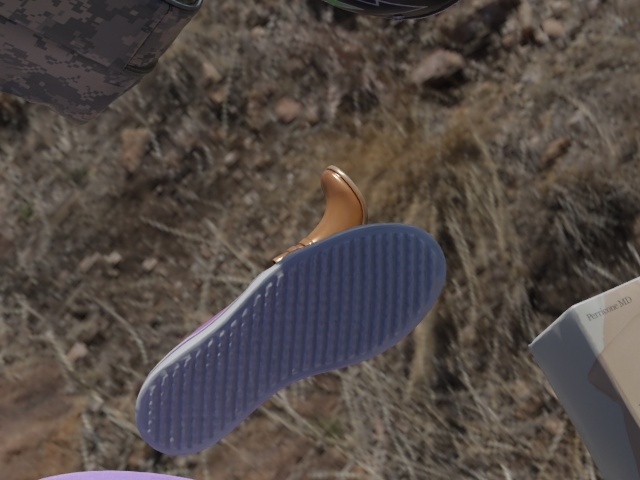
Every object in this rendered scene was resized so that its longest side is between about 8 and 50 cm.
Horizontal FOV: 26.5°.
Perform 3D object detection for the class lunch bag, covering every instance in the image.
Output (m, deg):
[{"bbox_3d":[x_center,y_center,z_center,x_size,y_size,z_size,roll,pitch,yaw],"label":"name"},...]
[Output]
[{"bbox_3d":[-0.289,-0.250,1.255,0.256,0.305,0.212,-45,34,37],"label":"lunch bag"}]

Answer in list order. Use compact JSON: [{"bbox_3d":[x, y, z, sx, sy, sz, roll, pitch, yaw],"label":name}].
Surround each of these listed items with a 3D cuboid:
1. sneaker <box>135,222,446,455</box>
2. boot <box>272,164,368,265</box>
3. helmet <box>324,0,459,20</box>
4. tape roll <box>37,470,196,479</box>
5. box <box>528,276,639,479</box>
[{"bbox_3d":[-0.023,0.061,1.127,0.282,0.161,0.102,-29,95,12],"label":"sneaker"},{"bbox_3d":[0.000,0.000,1.913,0.152,0.073,0.197,-22,74,-13],"label":"boot"},{"bbox_3d":[0.035,-0.229,0.898,0.169,0.169,0.161,-24,25,13],"label":"helmet"},{"bbox_3d":[-0.108,0.265,0.930,0.275,0.274,0.090,-11,47,22],"label":"tape roll"},{"bbox_3d":[0.380,0.204,1.503,0.148,0.121,0.311,-22,73,-25],"label":"box"}]
